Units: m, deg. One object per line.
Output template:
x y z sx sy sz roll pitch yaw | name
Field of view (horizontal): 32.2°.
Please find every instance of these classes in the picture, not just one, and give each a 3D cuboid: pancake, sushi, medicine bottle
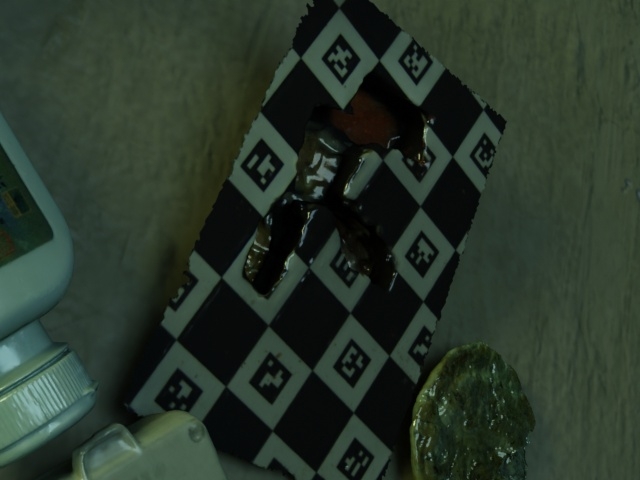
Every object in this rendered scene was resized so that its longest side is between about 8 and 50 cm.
0.099 0.126 0.720 0.129 0.023 0.116 -44 113 -41 | pancake
0.000 0.000 0.669 0.193 0.043 0.279 31 72 -35 | sushi
-0.186 -0.007 0.502 0.121 0.083 0.228 -36 100 -43 | medicine bottle

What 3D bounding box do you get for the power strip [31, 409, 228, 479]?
-0.064 0.216 0.540 0.118 0.046 0.270 -27 97 -41 | power strip
